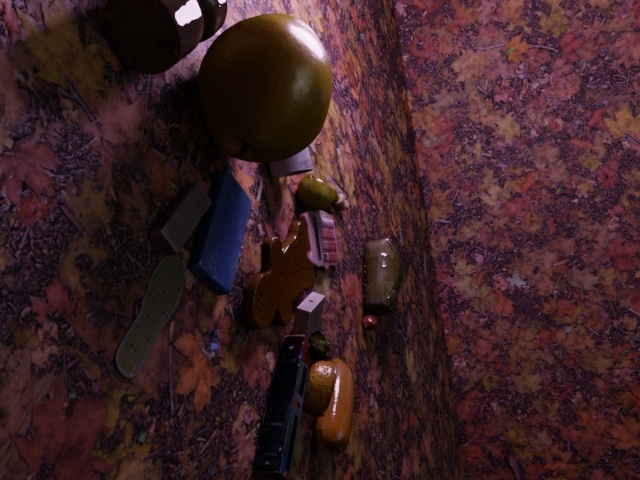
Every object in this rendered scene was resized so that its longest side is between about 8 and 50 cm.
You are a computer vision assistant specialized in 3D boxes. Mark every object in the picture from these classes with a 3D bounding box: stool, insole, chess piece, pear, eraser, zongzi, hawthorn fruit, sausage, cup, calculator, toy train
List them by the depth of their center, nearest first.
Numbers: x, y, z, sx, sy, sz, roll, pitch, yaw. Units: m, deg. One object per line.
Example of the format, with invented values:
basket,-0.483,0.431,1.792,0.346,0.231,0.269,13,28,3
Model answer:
insole,-0.357,0.152,1.231,0.322,0.007,0.109,-74,145,-45
stool,-0.340,-0.505,1.291,0.264,0.179,0.179,-67,141,-50
eraser,-0.252,-0.024,1.481,0.144,0.043,0.311,54,35,-46
pear,-0.138,-0.399,1.491,0.362,0.363,0.417,52,42,-48
toy train,-0.098,0.455,1.602,0.089,0.086,0.409,59,32,-42
cup,-0.094,-0.280,1.819,0.173,0.134,0.141,-15,93,-65
sausage,0.056,0.529,1.895,0.134,0.116,0.353,53,31,-29
pear,-0.021,-0.158,1.967,0.104,0.141,0.141,-53,146,-2
calculator,0.000,0.000,2.042,0.330,0.048,0.219,6,75,-68
chess piece,0.067,-0.164,2.238,0.172,0.060,0.060,45,42,-57
hawthorn fruit,0.195,0.345,2.335,0.103,0.067,0.066,-34,113,-51
zongzi,0.292,0.201,2.505,0.360,0.160,0.322,52,42,-59

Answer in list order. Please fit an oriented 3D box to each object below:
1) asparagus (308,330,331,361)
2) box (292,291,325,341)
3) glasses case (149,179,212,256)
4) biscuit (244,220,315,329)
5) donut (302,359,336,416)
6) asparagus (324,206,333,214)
asparagus,-0.002,0.348,1.795,0.287,0.080,0.080,92,-1,-69
box,-0.039,0.247,1.796,0.129,0.051,0.130,-40,144,-63
glasses case,-0.323,-0.053,1.330,0.070,0.047,0.204,61,31,-29
biscuit,-0.130,0.110,1.680,0.432,0.064,0.282,-51,138,-57
donut,-0.018,0.435,1.712,0.190,0.075,0.174,166,-61,-78
asparagus,0.011,-0.131,2.115,0.178,0.041,0.045,21,71,-64
